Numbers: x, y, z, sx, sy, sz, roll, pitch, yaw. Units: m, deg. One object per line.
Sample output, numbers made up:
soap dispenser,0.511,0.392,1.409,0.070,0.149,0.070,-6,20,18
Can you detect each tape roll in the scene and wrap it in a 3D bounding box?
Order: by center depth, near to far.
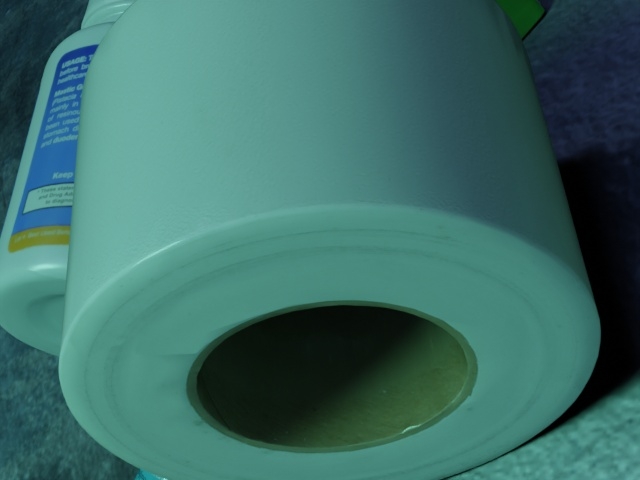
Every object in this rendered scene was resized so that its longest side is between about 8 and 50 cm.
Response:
tape roll,0.000,0.000,0.561,0.246,0.246,0.169,-32,44,28

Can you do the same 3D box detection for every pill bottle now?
pill bottle,-0.136,-0.059,0.820,0.152,0.152,0.272,-19,51,38

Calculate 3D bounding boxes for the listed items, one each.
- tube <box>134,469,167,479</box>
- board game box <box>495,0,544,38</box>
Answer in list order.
tube,-0.106,0.187,0.708,0.080,0.052,0.207,25,90,61
board game box,-0.028,-0.248,0.703,0.064,0.316,0.242,-49,38,9
